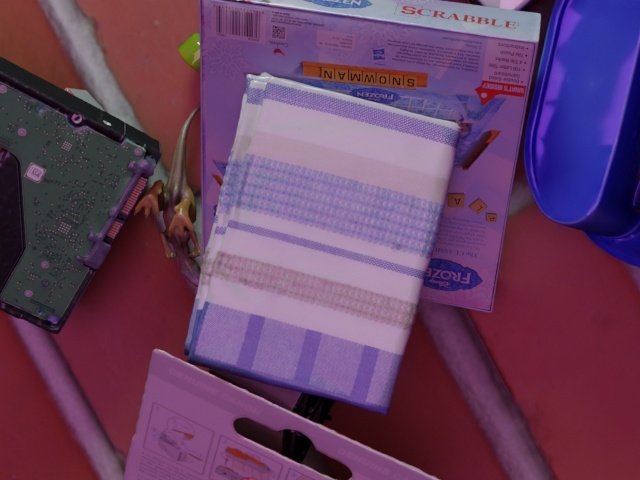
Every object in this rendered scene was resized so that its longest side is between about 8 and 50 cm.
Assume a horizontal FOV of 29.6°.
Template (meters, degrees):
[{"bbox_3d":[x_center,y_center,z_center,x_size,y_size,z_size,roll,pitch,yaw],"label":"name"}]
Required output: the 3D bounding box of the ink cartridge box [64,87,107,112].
[{"bbox_3d":[-0.284,-0.077,1.334,0.150,0.063,0.109,-43,88,11],"label":"ink cartridge box"}]

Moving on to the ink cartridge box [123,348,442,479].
[{"bbox_3d":[-0.043,0.266,1.220,0.308,0.091,0.385,24,133,7],"label":"ink cartridge box"}]

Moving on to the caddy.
[{"bbox_3d":[0.343,-0.136,1.174,0.241,0.179,0.341,17,101,29],"label":"caddy"}]

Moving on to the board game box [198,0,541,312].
[{"bbox_3d":[0.039,-0.093,1.209,0.319,0.066,0.318,10,127,8],"label":"board game box"}]

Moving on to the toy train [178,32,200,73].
[{"bbox_3d":[-0.098,-0.236,1.278,0.143,0.105,0.248,-41,88,24],"label":"toy train"}]

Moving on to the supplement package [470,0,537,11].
[{"bbox_3d":[0.169,-0.370,1.190,0.204,0.145,0.262,-41,88,11],"label":"supplement package"}]

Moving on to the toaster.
[{"bbox_3d":[-0.033,0.132,1.232,0.110,0.185,0.168,25,63,10],"label":"toaster"}]

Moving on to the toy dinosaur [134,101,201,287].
[{"bbox_3d":[-0.156,-0.050,1.303,0.064,0.112,0.211,4,104,5],"label":"toy dinosaur"}]

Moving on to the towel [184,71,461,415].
[{"bbox_3d":[0.000,0.000,1.125,0.209,0.034,0.285,14,89,5],"label":"towel"}]

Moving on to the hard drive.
[{"bbox_3d":[-0.365,-0.076,1.237,0.339,0.064,0.237,27,106,-17],"label":"hard drive"}]
